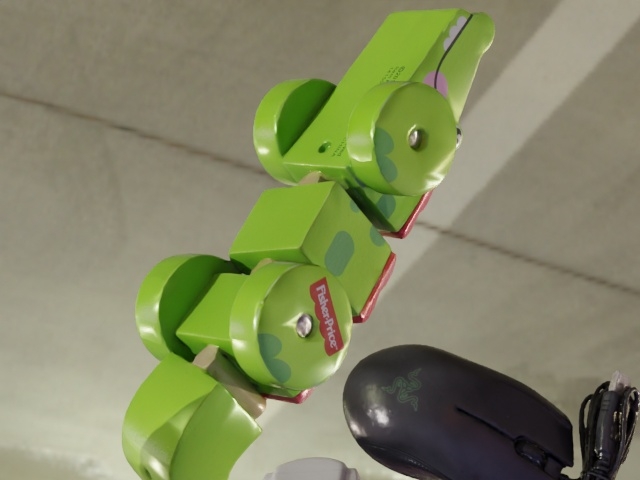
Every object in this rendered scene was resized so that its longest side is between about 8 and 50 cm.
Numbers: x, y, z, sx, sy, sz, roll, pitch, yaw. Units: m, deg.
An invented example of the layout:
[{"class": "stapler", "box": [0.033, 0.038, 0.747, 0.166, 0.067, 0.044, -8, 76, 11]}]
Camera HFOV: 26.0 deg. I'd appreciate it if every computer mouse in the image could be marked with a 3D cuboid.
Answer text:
[{"class": "computer mouse", "box": [0.154, 0.168, 1.247, 0.272, 0.188, 0.072, 20, 159, -1]}]

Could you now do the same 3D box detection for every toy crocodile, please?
[{"class": "toy crocodile", "box": [0.000, 0.000, 0.784, 0.115, 0.340, 0.105, 3, 144, 48]}]

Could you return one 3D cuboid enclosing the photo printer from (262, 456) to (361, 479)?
[{"class": "photo printer", "box": [0.002, 0.389, 1.235, 0.107, 0.256, 0.307, -5, 119, 11]}]
